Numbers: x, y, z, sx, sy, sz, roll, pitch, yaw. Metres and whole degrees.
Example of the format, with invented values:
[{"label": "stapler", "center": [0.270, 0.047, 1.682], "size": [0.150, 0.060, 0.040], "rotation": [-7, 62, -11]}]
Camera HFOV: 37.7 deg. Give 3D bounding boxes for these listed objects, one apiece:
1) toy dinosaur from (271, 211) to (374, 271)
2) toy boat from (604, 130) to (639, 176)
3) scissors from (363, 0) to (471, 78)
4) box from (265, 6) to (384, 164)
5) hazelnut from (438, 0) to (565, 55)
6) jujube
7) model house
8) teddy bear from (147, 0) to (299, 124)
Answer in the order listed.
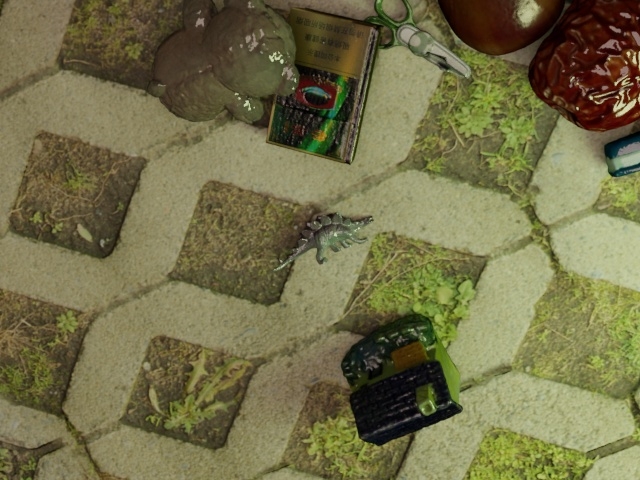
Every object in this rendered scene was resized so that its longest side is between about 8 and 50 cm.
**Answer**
[{"label": "toy dinosaur", "center": [0.000, 0.000, 1.701], "size": [0.209, 0.039, 0.082], "rotation": [-29, 97, 2]}, {"label": "toy boat", "center": [0.621, -0.181, 1.559], "size": [0.299, 0.096, 0.061], "rotation": [-19, 93, 9]}, {"label": "scissors", "center": [0.170, -0.338, 1.598], "size": [0.204, 0.027, 0.101], "rotation": [32, 109, 0]}, {"label": "box", "center": [0.008, -0.265, 1.603], "size": [0.159, 0.071, 0.240], "rotation": [15, 106, 12]}, {"label": "hazelnut", "center": [0.279, -0.397, 1.472], "size": [0.208, 0.208, 0.208], "rotation": [2, 105, 6]}, {"label": "jujube", "center": [0.457, -0.293, 1.481], "size": [0.213, 0.213, 0.232], "rotation": [38, 96, -4]}, {"label": "model house", "center": [0.137, 0.263, 1.673], "size": [0.194, 0.211, 0.170], "rotation": [-24, 103, 13]}, {"label": "teddy bear", "center": [-0.161, -0.302, 1.558], "size": [0.267, 0.151, 0.236], "rotation": [-23, 105, 28]}]
